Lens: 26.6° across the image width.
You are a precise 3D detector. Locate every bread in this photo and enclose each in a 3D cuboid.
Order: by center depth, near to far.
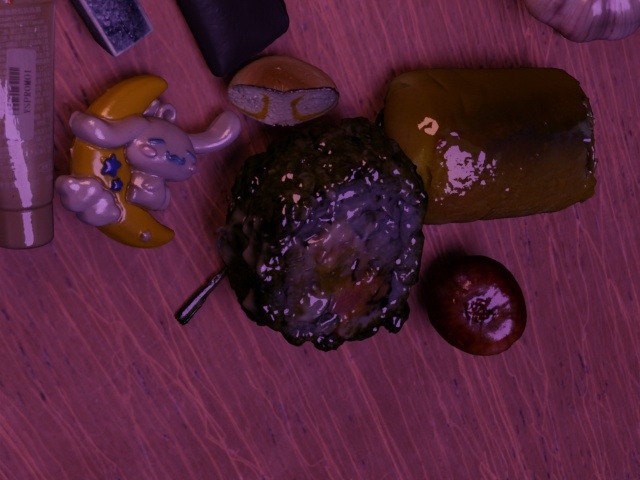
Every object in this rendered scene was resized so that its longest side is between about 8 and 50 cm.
[{"bbox_3d":[-0.061,-0.222,1.946,0.157,0.094,0.083,-11,153,-16],"label":"bread"},{"bbox_3d":[0.261,-0.146,2.143,0.377,0.208,0.251,-4,112,-28],"label":"bread"}]

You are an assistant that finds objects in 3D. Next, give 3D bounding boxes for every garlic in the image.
[{"bbox_3d":[0.416,-0.401,2.136,0.245,0.245,0.253,-32,164,-16],"label":"garlic"}]

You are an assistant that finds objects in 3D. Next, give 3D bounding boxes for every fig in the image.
[{"bbox_3d":[0.264,0.106,2.324,0.175,0.207,0.175,0,99,1],"label":"fig"}]

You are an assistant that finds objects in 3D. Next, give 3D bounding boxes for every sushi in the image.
[{"bbox_3d":[0.000,0.000,2.013,0.294,0.178,0.351,-19,134,-24],"label":"sushi"}]

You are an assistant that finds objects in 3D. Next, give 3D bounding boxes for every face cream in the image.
[{"bbox_3d":[-0.398,-0.160,1.769,0.137,0.084,0.341,-12,113,-31],"label":"face cream"}]

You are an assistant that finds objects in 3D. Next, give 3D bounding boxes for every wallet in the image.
[{"bbox_3d":[-0.135,-0.357,1.858,0.149,0.044,0.250,-37,129,-17],"label":"wallet"}]

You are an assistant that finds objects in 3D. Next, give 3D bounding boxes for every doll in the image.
[{"bbox_3d":[-0.243,-0.111,1.866,0.252,0.111,0.237,25,81,-39],"label":"doll"}]

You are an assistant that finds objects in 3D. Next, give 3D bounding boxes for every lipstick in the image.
[{"bbox_3d":[-0.313,-0.370,1.707,0.077,0.076,0.289,-37,127,-10],"label":"lipstick"}]

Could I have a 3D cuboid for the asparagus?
[{"bbox_3d":[-0.141,0.039,2.080,0.233,0.023,0.022,-49,175,-2],"label":"asparagus"}]
